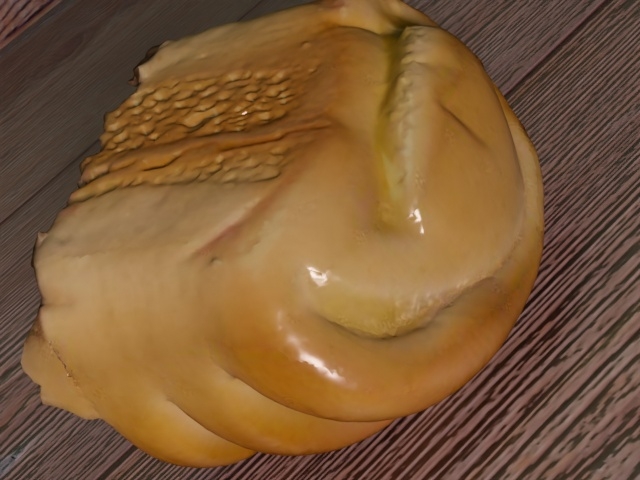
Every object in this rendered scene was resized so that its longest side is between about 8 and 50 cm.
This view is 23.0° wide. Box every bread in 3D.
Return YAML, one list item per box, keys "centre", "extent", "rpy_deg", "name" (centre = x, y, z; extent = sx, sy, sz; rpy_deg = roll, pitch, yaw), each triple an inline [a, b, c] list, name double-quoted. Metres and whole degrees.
- centre: [0.000, 0.000, 0.957]
  extent: [0.270, 0.211, 0.316]
  rpy_deg: [-9, 43, 26]
  name: "bread"
